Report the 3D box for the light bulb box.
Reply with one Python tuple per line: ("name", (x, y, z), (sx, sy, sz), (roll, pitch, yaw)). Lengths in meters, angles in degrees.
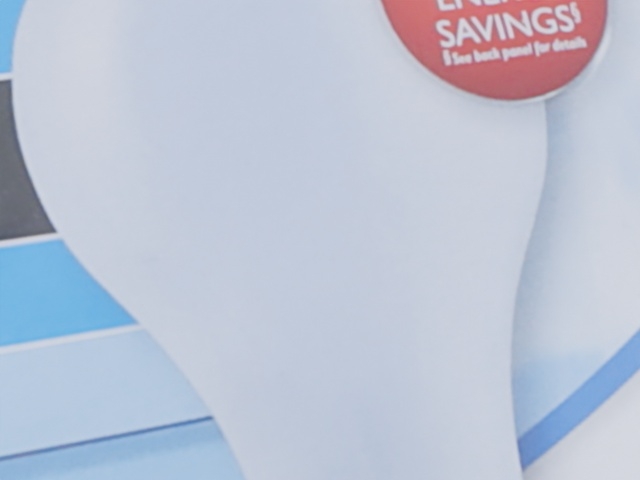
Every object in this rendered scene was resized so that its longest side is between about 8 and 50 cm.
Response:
("light bulb box", (-0.077, 0.044, 0.525), (0.357, 0.225, 0.361), (-10, 77, -20))
